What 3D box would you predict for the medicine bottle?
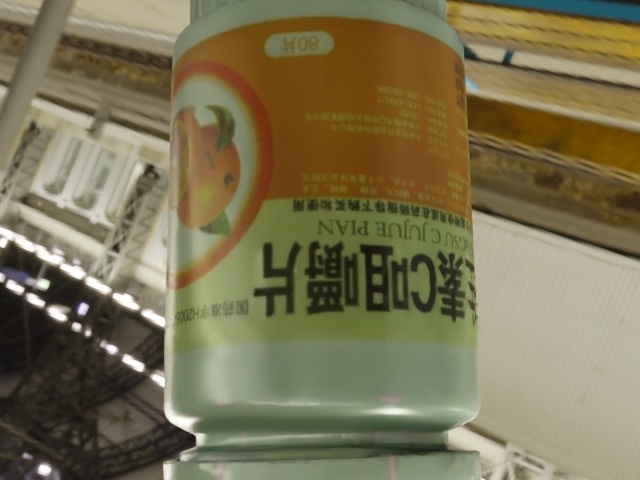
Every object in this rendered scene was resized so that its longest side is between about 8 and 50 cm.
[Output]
[{"bbox_3d":[0.000,0.000,0.479,0.158,0.318,0.158,-1,167,0],"label":"medicine bottle"}]
